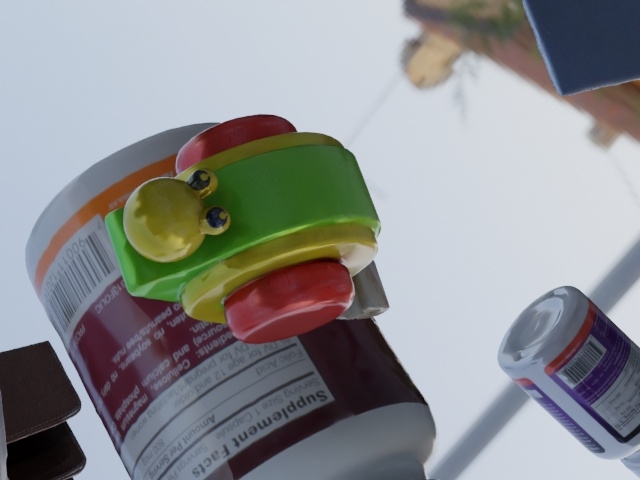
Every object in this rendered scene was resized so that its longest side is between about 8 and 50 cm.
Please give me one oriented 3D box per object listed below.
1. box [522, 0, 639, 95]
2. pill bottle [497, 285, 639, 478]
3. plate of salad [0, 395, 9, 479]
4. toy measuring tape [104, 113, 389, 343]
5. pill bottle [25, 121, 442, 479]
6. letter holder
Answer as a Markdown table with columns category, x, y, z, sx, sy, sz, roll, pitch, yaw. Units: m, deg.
| category | x | y | z | sx | sy | sz | roll | pitch | yaw |
| --- | --- | --- | --- | --- | --- | --- | --- | --- | --- |
| box | 0.145 | -0.118 | 0.394 | 0.156 | 0.158 | 0.093 | -37 | -69 | -45 |
| pill bottle | 0.272 | 0.143 | 1.492 | 0.193 | 0.108 | 0.108 | 43 | -159 | -15 |
| plate of salad | -0.263 | 0.160 | 1.165 | 0.048 | 0.200 | 0.200 | -5 | -142 | -14 |
| toy measuring tape | 0.000 | 0.000 | 0.866 | 0.121 | 0.121 | 0.330 | 48 | -166 | 22 |
| pill bottle | -0.049 | 0.122 | 1.188 | 0.224 | 0.224 | 0.392 | 4 | -131 | -54 |
| letter holder | -0.433 | 0.277 | 1.857 | 0.302 | 0.152 | 0.214 | -13 | -129 | -30 |
